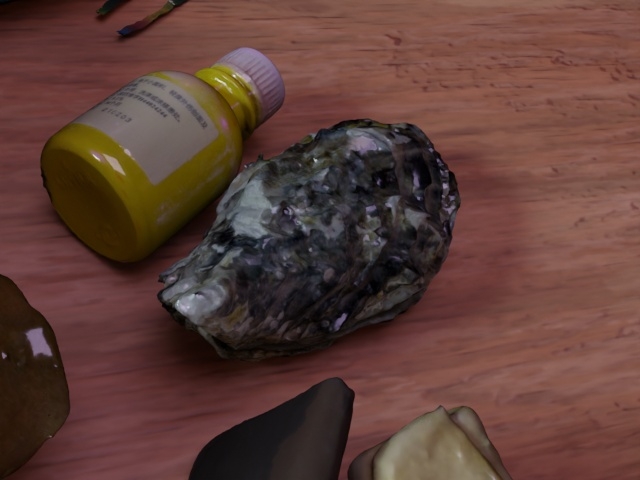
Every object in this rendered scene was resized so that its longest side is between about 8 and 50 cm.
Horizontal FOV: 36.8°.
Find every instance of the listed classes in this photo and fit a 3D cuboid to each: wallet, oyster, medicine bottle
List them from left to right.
[{"bbox_3d":[-0.120,-0.087,0.812,0.122,0.122,0.212,39,54,10],"label":"medicine bottle"},{"bbox_3d":[-0.060,0.236,0.577,0.042,0.165,0.309,34,44,-19],"label":"wallet"},{"bbox_3d":[-0.005,0.001,0.784,0.162,0.158,0.351,19,31,29],"label":"oyster"}]

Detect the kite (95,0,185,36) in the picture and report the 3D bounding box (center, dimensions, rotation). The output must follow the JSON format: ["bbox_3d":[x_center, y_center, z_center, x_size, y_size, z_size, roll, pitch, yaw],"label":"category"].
[{"bbox_3d":[-0.154,-0.300,1.015,0.152,0.015,0.285,36,53,11],"label":"kite"}]

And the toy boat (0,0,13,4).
[{"bbox_3d":[-0.258,-0.299,0.926,0.392,0.079,0.136,-30,58,-28],"label":"toy boat"}]

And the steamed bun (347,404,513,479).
[{"bbox_3d":[0.066,0.334,0.575,0.247,0.189,0.428,1,52,-40],"label":"steamed bun"}]

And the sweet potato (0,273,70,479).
[{"bbox_3d":[-0.347,0.121,0.580,0.369,0.158,0.158,-17,64,-27],"label":"sweet potato"}]
